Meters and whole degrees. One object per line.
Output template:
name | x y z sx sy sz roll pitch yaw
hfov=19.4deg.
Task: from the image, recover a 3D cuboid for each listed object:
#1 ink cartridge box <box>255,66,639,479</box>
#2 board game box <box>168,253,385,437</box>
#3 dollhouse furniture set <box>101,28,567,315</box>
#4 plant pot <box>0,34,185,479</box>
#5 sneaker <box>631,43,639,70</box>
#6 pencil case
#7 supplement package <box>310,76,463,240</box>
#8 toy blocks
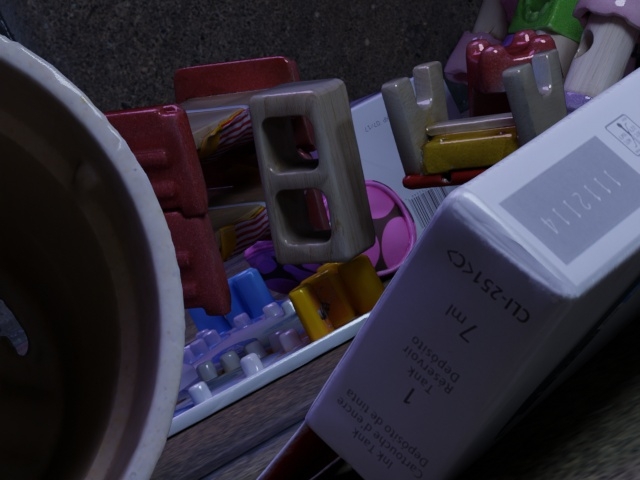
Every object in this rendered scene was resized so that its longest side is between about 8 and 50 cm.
ink cartridge box | 0.095 0.032 0.834 0.296 0.066 0.261 -32 -19 -47
board game box | -0.163 0.119 1.421 0.390 0.050 0.390 -27 5 -15
dollhouse furniture set | 0.018 -0.049 1.332 0.374 0.152 0.201 -4 15 28
plant pot | -0.248 0.069 1.034 0.333 0.334 0.305 -27 -6 -11
sneaker | 0.345 -0.195 1.772 0.122 0.110 0.283 -25 3 -35
pencil case | 0.000 0.000 1.589 0.098 0.095 0.209 -21 -1 -20
supplement package | 0.039 -0.059 1.773 0.139 0.134 0.244 -28 5 -20
toy blocks | 0.169 -0.163 1.524 0.260 0.309 0.288 -68 20 -5
